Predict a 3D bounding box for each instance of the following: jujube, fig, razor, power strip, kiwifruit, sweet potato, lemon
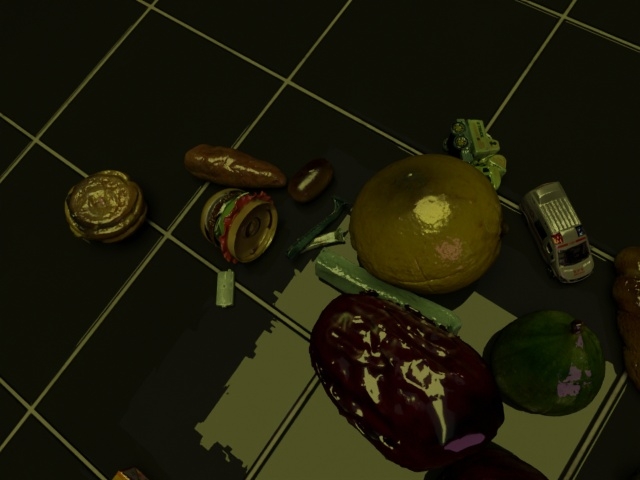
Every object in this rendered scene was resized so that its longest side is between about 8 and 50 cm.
[{"bbox_3d":[0.152,0.260,0.956,0.377,0.258,0.258,35,81,32],"label":"jujube"},{"bbox_3d":[0.309,0.482,0.873,0.263,0.224,0.224,2,72,-9],"label":"fig"},{"bbox_3d":[-0.008,-0.026,1.163,0.190,0.033,0.066,-46,38,-15],"label":"razor"},{"bbox_3d":[-0.218,0.111,1.170,0.040,0.016,0.090,-3,73,7],"label":"power strip"},{"bbox_3d":[-0.023,-0.139,1.189,0.075,0.075,0.124,40,78,18],"label":"kiwifruit"},{"bbox_3d":[-0.200,-0.172,1.219,0.252,0.097,0.097,11,75,8],"label":"sweet potato"},{"bbox_3d":[0.428,0.217,0.924,0.203,0.235,0.203,-2,70,4],"label":"fig"},{"bbox_3d":[0.208,-0.032,1.012,0.297,0.297,0.297,-3,73,8],"label":"lemon"}]

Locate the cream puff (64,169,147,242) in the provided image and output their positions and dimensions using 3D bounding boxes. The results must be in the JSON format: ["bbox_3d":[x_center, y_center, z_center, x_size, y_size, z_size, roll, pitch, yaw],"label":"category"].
[{"bbox_3d":[-0.509,-0.070,1.214,0.189,0.129,0.189,0,70,0],"label":"cream puff"}]

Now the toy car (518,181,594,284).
[{"bbox_3d":[0.495,-0.016,1.051,0.089,0.108,0.209,-19,71,3],"label":"toy car"}]

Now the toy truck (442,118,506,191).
[{"bbox_3d":[0.350,-0.181,1.141,0.116,0.085,0.191,-5,70,-2],"label":"toy truck"}]

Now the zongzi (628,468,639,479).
[{"bbox_3d":[0.590,0.553,0.870,0.228,0.115,0.256,38,92,21],"label":"zongzi"}]

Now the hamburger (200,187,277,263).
[{"bbox_3d":[-0.191,-0.040,1.144,0.137,0.175,0.175,25,78,29],"label":"hamburger"}]

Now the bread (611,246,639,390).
[{"bbox_3d":[0.644,0.176,0.982,0.124,0.084,0.344,0,73,9],"label":"bread"}]

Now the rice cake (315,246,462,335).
[{"bbox_3d":[0.139,0.117,1.084,0.336,0.066,0.063,29,59,15],"label":"rice cake"}]

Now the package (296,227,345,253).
[{"bbox_3d":[0.000,0.000,1.172,0.110,0.015,0.037,-15,76,6],"label":"package"}]

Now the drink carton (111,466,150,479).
[{"bbox_3d":[-0.429,0.584,1.027,0.096,0.071,0.223,34,81,16],"label":"drink carton"}]
